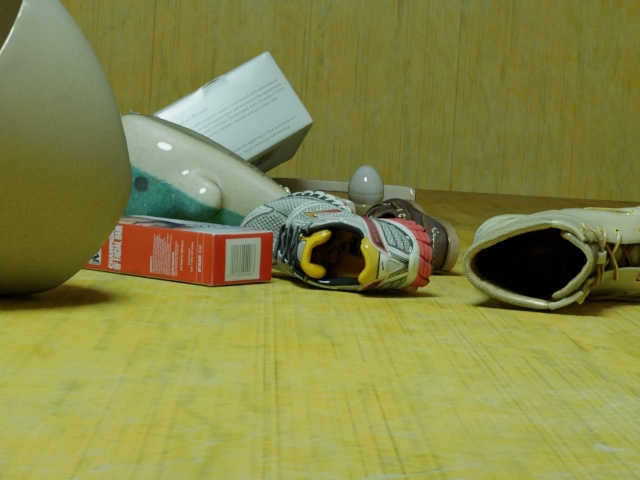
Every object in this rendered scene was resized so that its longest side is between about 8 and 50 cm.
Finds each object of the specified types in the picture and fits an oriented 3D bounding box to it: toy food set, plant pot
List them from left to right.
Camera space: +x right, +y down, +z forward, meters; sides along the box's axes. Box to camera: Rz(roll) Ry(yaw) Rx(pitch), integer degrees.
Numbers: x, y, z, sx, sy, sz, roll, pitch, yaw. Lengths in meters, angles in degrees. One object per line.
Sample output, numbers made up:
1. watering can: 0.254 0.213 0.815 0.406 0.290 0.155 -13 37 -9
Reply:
1. plant pot: -0.268 -0.064 1.607 0.191 0.284 0.284 40 -13 -26
2. toy food set: -0.018 -0.055 2.513 0.219 0.092 0.306 5 4 17

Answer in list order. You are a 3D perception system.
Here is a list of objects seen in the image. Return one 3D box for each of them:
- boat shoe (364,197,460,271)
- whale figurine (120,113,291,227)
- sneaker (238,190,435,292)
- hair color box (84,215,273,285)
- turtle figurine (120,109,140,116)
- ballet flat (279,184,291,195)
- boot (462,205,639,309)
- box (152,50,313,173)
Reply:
1. boat shoe: 0.081 -0.009 2.121 0.073 0.073 0.207 4 4 -19
2. whale figurine: -0.120 -0.026 2.035 0.272 0.141 0.216 28 5 0
3. sneaker: 0.000 0.000 1.862 0.225 0.088 0.092 7 7 44
4. hair color box: -0.139 0.008 1.871 0.167 0.053 0.093 5 5 36
5. turtle figurine: -0.276 -0.080 2.445 0.175 0.118 0.234 -30 16 6
6. ballet flat: -0.056 -0.027 2.240 0.091 0.077 0.241 3 4 0
7. boot: 0.266 0.015 1.819 0.262 0.095 0.203 2 4 8
8. box: -0.126 -0.138 2.573 0.181 0.119 0.182 -31 -6 -16
